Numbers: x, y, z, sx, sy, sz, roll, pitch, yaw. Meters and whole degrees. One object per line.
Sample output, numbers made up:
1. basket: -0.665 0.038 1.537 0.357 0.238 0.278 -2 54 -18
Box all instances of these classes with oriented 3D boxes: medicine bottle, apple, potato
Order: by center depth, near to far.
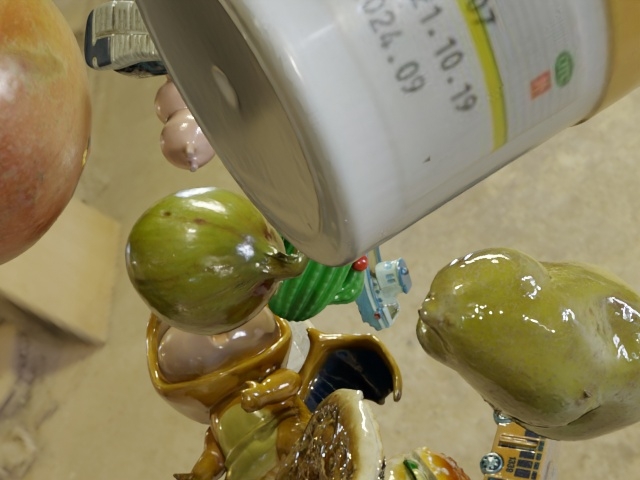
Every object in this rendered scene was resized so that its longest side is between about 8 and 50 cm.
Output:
1. medicine bottle: 0.041 -0.139 0.689 0.232 0.238 0.238 -32 28 -15
2. apple: -0.385 -0.136 1.215 0.338 0.338 0.305 -25 41 32
3. potato: 0.253 0.113 1.434 0.218 0.351 0.203 -18 58 56

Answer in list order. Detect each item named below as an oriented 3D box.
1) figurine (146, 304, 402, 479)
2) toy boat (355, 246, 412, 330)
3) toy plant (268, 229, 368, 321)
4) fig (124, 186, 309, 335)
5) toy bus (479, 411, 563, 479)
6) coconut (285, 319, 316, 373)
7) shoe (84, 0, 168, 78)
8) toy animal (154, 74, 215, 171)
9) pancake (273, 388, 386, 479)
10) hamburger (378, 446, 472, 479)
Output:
1. figurine: -0.116 0.244 1.799 0.387 0.268 0.401 57 132 32
2. toy boat: 0.110 0.055 2.171 0.102 0.215 0.088 -10 18 22
3. toy plant: -0.013 0.006 1.606 0.154 0.240 0.088 -8 42 -5
4. fig: -0.082 0.022 1.139 0.186 0.142 0.148 21 56 35
5. toy bus: 0.288 0.315 1.765 0.103 0.091 0.182 6 51 22
6. coconut: -0.107 0.203 2.136 0.222 0.202 0.202 -35 32 -2
7. shoe: -0.107 -0.153 0.925 0.143 0.071 0.064 -10 78 29
8. toy animal: -0.153 -0.138 1.416 0.083 0.089 0.150 -45 43 26
9. pancake: -0.006 0.270 1.250 0.282 0.049 0.282 -158 90 -76
10. hamburger: 0.118 0.332 1.320 0.147 0.237 0.237 -24 38 22
